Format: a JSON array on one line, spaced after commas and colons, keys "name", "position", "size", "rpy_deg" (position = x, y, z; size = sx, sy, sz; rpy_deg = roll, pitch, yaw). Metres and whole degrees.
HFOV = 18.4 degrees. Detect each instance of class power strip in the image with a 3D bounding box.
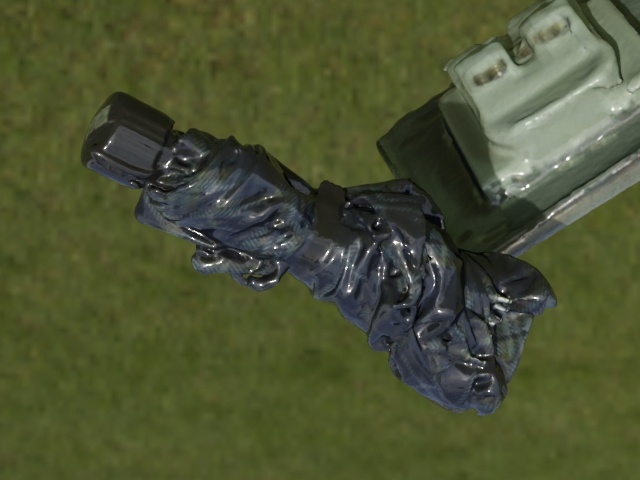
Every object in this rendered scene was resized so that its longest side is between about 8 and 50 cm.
[{"name": "power strip", "position": [0.121, -0.087, 1.080], "size": [0.198, 0.213, 0.064], "rpy_deg": [-35, 117, 5]}]

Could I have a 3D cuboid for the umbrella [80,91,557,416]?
[{"name": "umbrella", "position": [0.002, -0.002, 0.861], "size": [0.224, 0.080, 0.071], "rpy_deg": [28, 168, -18]}]
